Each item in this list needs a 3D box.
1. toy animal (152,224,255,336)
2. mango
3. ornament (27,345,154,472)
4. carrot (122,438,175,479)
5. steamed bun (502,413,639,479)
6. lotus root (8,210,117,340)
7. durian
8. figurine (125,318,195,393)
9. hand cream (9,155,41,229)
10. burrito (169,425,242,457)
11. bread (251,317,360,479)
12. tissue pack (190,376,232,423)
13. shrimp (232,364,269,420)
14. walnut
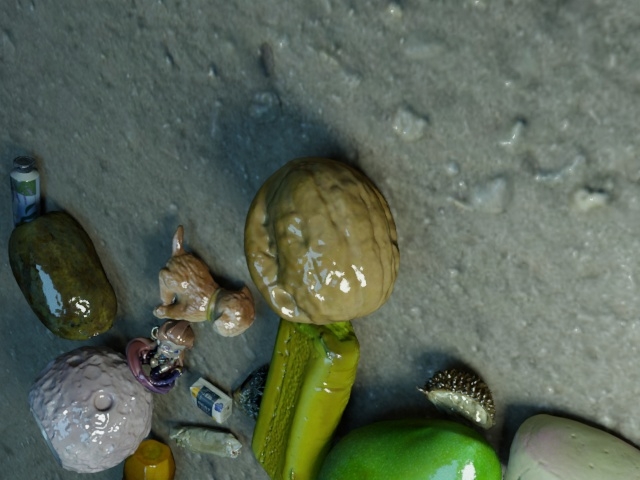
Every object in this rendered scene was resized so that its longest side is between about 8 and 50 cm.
[{"bbox_3d":[-0.199,0.081,1.386,0.185,0.104,0.183,19,113,30],"label":"toy animal"},{"bbox_3d":[0.134,0.390,1.236,0.382,0.201,0.225,-42,77,43],"label":"mango"},{"bbox_3d":[-0.464,0.343,1.582,0.259,0.225,0.259,41,147,35],"label":"ornament"},{"bbox_3d":[-0.390,0.565,1.712,0.114,0.114,0.301,30,127,19],"label":"carrot"},{"bbox_3d":[0.378,0.373,1.106,0.239,0.153,0.169,24,122,25],"label":"steamed bun"},{"bbox_3d":[-0.522,0.077,1.556,0.160,0.152,0.274,-28,96,29],"label":"lotus root"},{"bbox_3d":[0.214,0.239,1.202,0.140,0.071,0.110,28,141,-8],"label":"durian"},{"bbox_3d":[-0.312,0.213,1.520,0.126,0.114,0.157,25,97,-19],"label":"figurine"},{"bbox_3d":[-0.621,-0.052,1.628,0.091,0.058,0.271,30,129,22],"label":"hand cream"},{"bbox_3d":[-0.235,0.416,1.585,0.188,0.045,0.058,-2,116,31],"label":"burrito"},{"bbox_3d":[-0.021,0.272,1.338,0.166,0.112,0.383,40,129,38],"label":"bread"},{"bbox_3d":[-0.217,0.319,1.527,0.083,0.042,0.062,32,144,21],"label":"tissue pack"},{"bbox_3d":[-0.115,0.294,1.466,0.091,0.034,0.161,40,134,8],"label":"shrimp"},{"bbox_3d":[0.000,0.000,1.148,0.257,0.257,0.224,59,160,-3],"label":"walnut"}]
